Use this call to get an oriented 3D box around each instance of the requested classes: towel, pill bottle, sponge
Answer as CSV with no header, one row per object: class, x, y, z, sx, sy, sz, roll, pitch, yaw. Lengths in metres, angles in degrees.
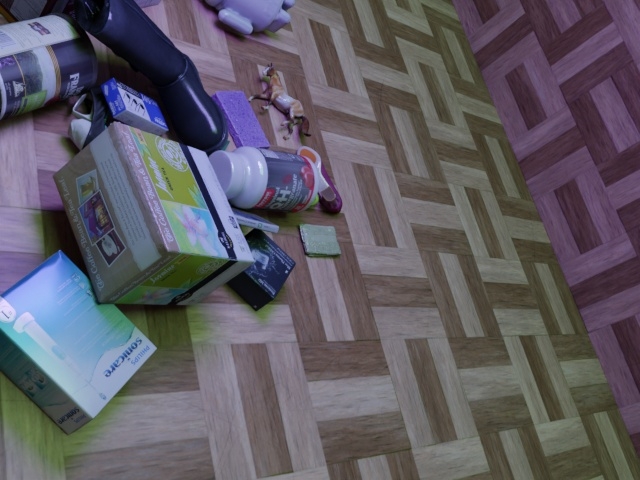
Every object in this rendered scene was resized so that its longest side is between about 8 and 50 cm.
towel,0.000,0.000,2.077,0.148,0.027,0.110,4,62,-42
pill bottle,-0.170,-0.174,1.905,0.318,0.176,0.176,2,63,-47
sponge,-0.247,-0.372,2.087,0.117,0.031,0.210,-16,75,-48

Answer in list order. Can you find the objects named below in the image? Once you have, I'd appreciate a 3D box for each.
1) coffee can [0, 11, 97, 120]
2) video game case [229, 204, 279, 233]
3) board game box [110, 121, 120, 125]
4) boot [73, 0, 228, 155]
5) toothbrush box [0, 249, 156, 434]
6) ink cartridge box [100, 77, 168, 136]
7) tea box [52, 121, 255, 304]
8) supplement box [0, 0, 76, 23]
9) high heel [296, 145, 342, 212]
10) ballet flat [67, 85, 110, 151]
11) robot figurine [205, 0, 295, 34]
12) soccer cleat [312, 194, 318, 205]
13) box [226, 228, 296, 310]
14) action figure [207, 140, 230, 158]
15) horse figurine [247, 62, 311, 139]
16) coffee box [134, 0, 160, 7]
coffee can,-0.693,-0.403,1.552,0.201,0.201,0.275,53,41,-3
video game case,-0.242,-0.073,1.787,0.193,0.212,0.023,14,97,-37
board game box,-0.487,-0.208,1.680,0.154,0.026,0.103,69,13,-60
boot,-0.428,-0.447,1.715,0.367,0.146,0.445,59,4,24
toothbrush box,-0.522,0.205,1.364,0.295,0.126,0.216,47,40,-9
ink cartridge box,-0.487,-0.347,1.761,0.097,0.046,0.207,65,13,13
tea box,-0.372,-0.046,1.521,0.323,0.220,0.329,9,50,-62
supplement box,-0.694,-0.644,1.716,0.129,0.194,0.191,47,41,-9
high heel,-0.001,-0.199,2.197,0.244,0.082,0.117,54,-2,24
ballet flat,-0.580,-0.287,1.677,0.096,0.095,0.280,14,44,-25
robot figurine,-0.260,-0.847,2.264,0.353,0.200,0.300,22,67,-32
soccer cleat,-0.076,-0.179,2.110,0.179,0.060,0.072,44,18,-7
box,-0.172,0.075,1.812,0.156,0.093,0.158,44,43,-13
action figure,-0.325,-0.245,1.909,0.137,0.063,0.232,31,49,-30
horse figurine,-0.125,-0.448,2.230,0.263,0.066,0.174,42,48,-11
coffee box,-0.581,-0.882,1.875,0.338,0.338,0.334,53,40,-3
